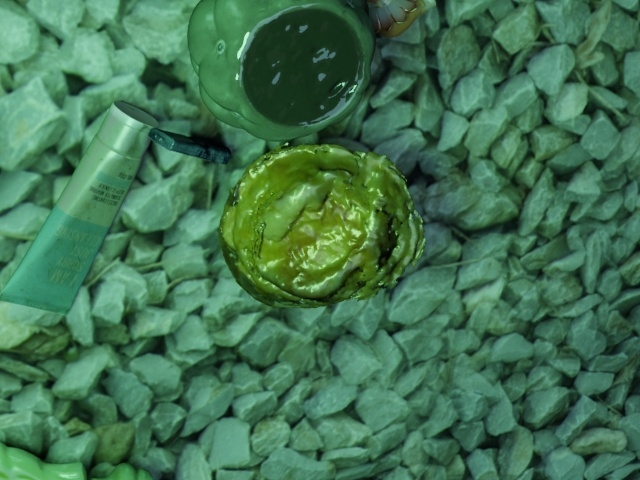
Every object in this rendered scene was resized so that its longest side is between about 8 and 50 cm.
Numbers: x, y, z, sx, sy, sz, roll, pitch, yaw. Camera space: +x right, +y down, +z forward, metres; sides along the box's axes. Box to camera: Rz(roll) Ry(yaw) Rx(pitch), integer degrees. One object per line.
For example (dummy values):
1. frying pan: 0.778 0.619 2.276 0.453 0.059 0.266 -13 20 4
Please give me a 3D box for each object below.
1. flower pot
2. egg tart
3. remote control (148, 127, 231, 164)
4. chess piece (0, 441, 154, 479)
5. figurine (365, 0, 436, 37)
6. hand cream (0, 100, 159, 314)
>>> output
1. flower pot: -0.052 -0.248 1.540 0.246 0.195 0.246 -8 117 -17
2. egg tart: 0.000 0.000 1.666 0.297 0.132 0.297 0 122 0
3. remote control: -0.169 -0.126 1.603 0.027 0.043 0.152 -59 154 13
4. chess piece: -0.399 0.384 1.720 0.298 0.176 0.176 15 106 -14
5. figurine: 0.070 -0.355 1.599 0.102 0.111 0.195 -52 123 -19
6. hand cream: -0.317 -0.035 1.600 0.111 0.070 0.312 15 109 -42
